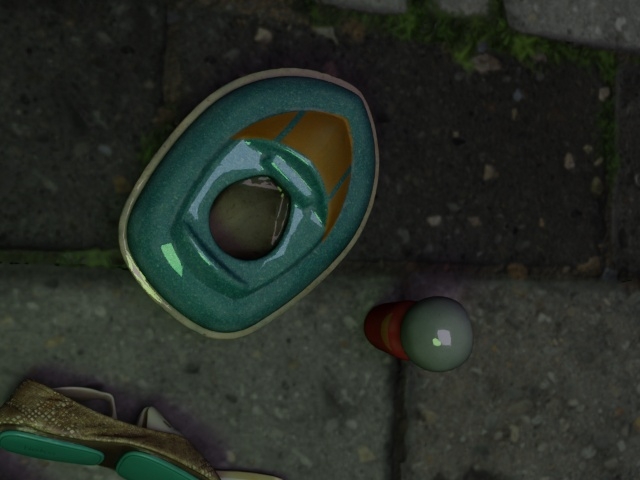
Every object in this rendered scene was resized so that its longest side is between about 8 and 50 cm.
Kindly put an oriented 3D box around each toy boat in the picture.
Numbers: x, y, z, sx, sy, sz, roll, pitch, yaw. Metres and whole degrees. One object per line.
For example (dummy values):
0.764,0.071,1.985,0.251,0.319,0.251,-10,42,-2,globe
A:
0.000,0.000,0.819,0.318,0.148,0.267,42,75,-15,toy boat

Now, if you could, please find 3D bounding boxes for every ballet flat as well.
-0.173,0.167,0.795,0.206,0.073,0.067,24,49,-21,ballet flat

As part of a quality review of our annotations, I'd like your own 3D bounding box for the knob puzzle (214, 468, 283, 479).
-0.095,0.297,0.842,0.213,0.030,0.213,1,88,-21,knob puzzle
